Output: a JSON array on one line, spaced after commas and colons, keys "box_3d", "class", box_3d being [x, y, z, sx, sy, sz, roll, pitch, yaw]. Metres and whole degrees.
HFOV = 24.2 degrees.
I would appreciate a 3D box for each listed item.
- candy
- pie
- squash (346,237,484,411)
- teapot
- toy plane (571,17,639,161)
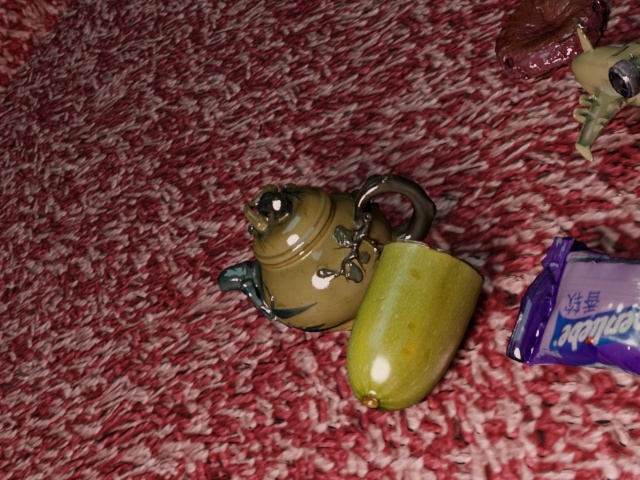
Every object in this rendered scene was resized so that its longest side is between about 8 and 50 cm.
[{"box_3d": [0.291, 0.065, 1.391, 0.275, 0.070, 0.145, 7, 65, 50], "class": "candy"}, {"box_3d": [0.281, -0.258, 1.830, 0.153, 0.038, 0.153, -30, 34, 23], "class": "pie"}, {"box_3d": [0.091, 0.098, 1.564, 0.123, 0.123, 0.186, -9, 50, 47], "class": "squash"}, {"box_3d": [0.000, 0.000, 1.729, 0.269, 0.182, 0.173, -32, 31, 21], "class": "teapot"}, {"box_3d": [0.343, -0.173, 1.596, 0.242, 0.104, 0.256, -36, 34, -12], "class": "toy plane"}]
